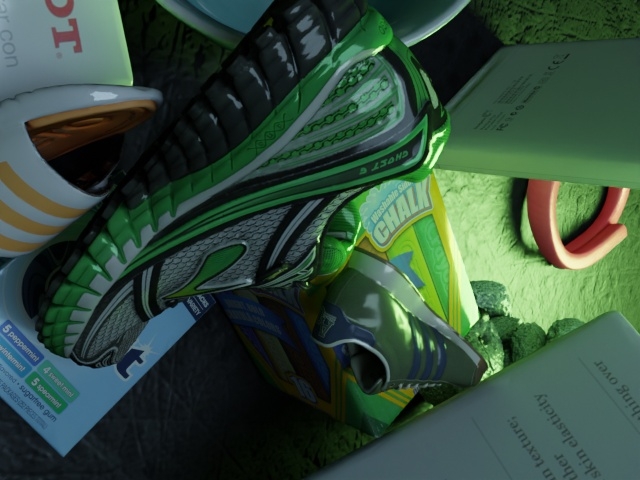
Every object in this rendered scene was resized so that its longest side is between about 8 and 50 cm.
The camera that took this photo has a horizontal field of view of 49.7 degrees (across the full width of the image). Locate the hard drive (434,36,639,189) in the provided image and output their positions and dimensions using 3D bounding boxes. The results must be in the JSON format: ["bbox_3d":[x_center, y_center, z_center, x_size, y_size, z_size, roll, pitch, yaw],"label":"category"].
[{"bbox_3d":[0.304,-0.151,0.771,0.233,0.353,0.047,-46,126,-25],"label":"hard drive"}]

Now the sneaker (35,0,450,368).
[{"bbox_3d":[-0.064,-0.001,0.451,0.146,0.343,0.134,40,34,-17],"label":"sneaker"}]

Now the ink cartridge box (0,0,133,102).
[{"bbox_3d":[-0.318,-0.182,0.337,0.384,0.160,0.280,-21,112,-38],"label":"ink cartridge box"}]

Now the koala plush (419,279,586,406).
[{"bbox_3d":[0.189,0.158,0.849,0.221,0.196,0.204,13,100,-46],"label":"koala plush"}]

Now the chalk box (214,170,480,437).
[{"bbox_3d":[0.000,0.000,0.647,0.180,0.179,0.289,-42,124,-28],"label":"chalk box"}]

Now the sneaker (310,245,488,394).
[{"bbox_3d":[0.061,0.090,0.562,0.086,0.064,0.192,-54,128,-11],"label":"sneaker"}]

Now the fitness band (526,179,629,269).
[{"bbox_3d":[0.421,-0.074,1.101,0.290,0.054,0.209,-28,114,-36],"label":"fitness band"}]

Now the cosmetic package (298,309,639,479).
[{"bbox_3d":[0.201,0.344,0.652,0.393,0.329,0.327,-27,144,-3],"label":"cosmetic package"}]

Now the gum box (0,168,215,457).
[{"bbox_3d":[-0.197,0.057,0.575,0.184,0.041,0.157,-47,125,-27],"label":"gum box"}]

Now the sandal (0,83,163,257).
[{"bbox_3d":[-0.199,-0.024,0.424,0.102,0.265,0.076,-23,95,-68],"label":"sandal"}]

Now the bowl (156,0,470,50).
[{"bbox_3d":[-0.026,-0.265,0.537,0.311,0.163,0.312,1,85,-13],"label":"bowl"}]
